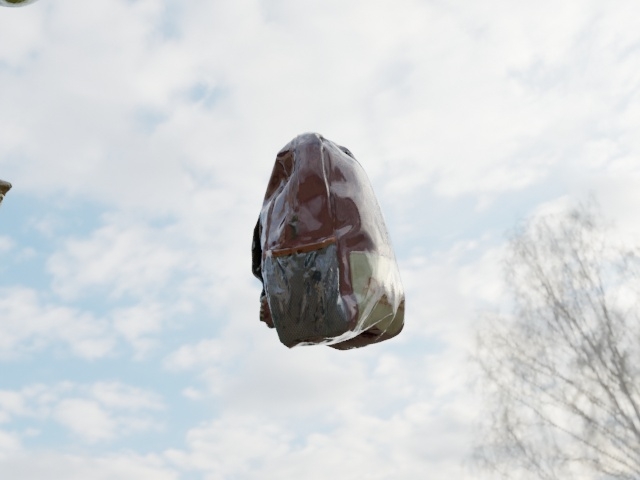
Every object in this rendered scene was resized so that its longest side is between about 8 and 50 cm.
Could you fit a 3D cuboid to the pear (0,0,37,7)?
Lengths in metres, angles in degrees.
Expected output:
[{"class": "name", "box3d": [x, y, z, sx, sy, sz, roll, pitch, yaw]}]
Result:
[{"class": "pear", "box3d": [-0.507, -0.435, 1.096, 0.180, 0.216, 0.166, 11, -12, -12]}]

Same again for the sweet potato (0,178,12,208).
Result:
[{"class": "sweet potato", "box3d": [-0.685, 0.037, 1.143, 0.423, 0.130, 0.130, -47, -39, -10]}]

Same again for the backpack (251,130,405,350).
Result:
[{"class": "backpack", "box3d": [0.000, 0.000, 1.016, 0.197, 0.317, 0.283, -14, -13, 14]}]
